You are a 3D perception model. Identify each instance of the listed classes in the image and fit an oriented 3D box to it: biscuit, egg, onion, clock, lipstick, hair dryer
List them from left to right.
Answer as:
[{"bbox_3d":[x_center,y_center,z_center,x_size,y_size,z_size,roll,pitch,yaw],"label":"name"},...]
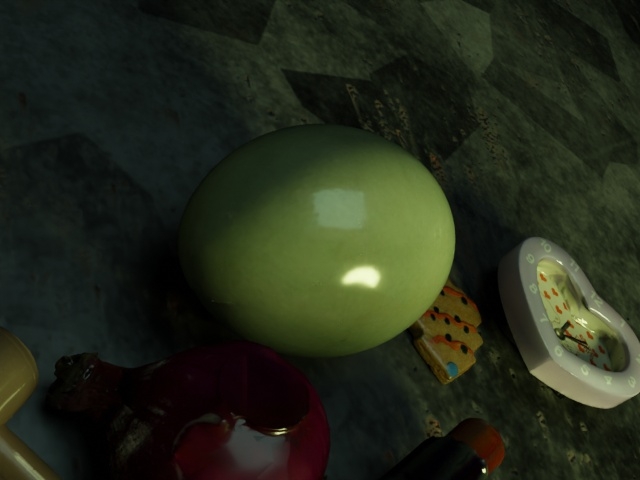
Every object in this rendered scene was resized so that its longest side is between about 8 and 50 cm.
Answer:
[{"bbox_3d":[-0.185,0.146,0.610,0.181,0.064,0.117,47,38,-10],"label":"hair dryer"},{"bbox_3d":[-0.081,0.124,0.663,0.198,0.135,0.173,35,34,-10],"label":"onion"},{"bbox_3d":[0.000,0.000,0.803,0.253,0.186,0.186,2,56,-45],"label":"egg"},{"bbox_3d":[0.053,0.214,0.755,0.081,0.081,0.300,54,39,7],"label":"lipstick"},{"bbox_3d":[0.121,0.082,0.983,0.119,0.019,0.129,23,45,-28],"label":"biscuit"},{"bbox_3d":[0.248,0.099,1.053,0.198,0.064,0.172,50,38,3],"label":"clock"}]
